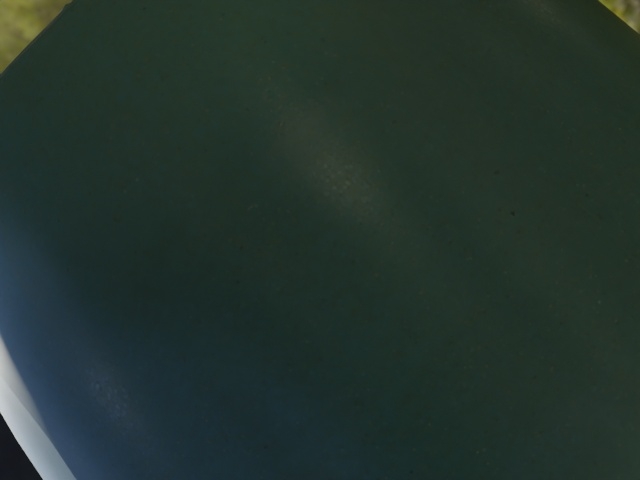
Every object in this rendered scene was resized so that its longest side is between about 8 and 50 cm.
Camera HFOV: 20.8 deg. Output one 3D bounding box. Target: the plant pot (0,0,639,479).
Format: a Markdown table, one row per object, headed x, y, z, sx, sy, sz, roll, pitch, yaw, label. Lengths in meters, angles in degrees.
| x | y | z | sx | sy | sz | roll | pitch | yaw | label |
| --- | --- | --- | --- | --- | --- | --- | --- | --- | --- |
| 0.000 | 0.000 | 0.647 | 0.235 | 0.293 | 0.293 | 47 | -173 | -4 | plant pot |
